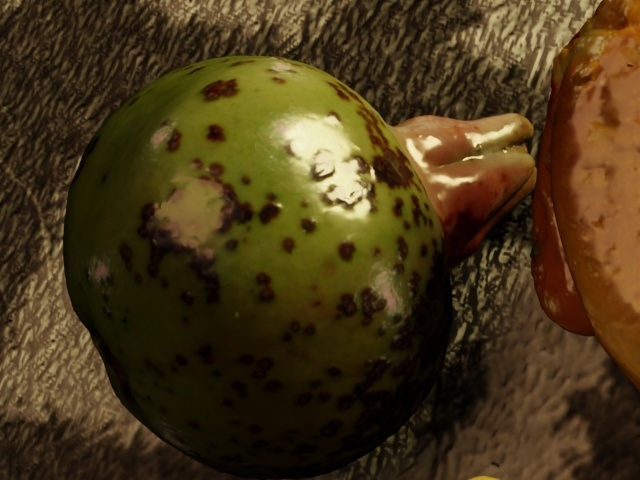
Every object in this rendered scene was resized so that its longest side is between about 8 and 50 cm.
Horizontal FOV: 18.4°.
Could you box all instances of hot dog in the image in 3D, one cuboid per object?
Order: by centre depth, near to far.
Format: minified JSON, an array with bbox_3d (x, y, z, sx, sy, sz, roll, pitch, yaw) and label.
[{"bbox_3d":[0.184,-0.055,0.867,0.153,0.150,0.256,32,90,32],"label":"hot dog"}]

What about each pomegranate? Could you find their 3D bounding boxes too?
[{"bbox_3d":[0.000,0.000,0.962,0.248,0.214,0.214,-25,45,-20],"label":"pomegranate"}]

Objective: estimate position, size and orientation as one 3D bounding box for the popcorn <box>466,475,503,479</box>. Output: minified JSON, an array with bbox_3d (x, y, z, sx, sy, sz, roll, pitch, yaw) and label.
[{"bbox_3d":[0.063,0.240,0.754,0.316,0.281,0.297,178,95,-69],"label":"popcorn"}]
